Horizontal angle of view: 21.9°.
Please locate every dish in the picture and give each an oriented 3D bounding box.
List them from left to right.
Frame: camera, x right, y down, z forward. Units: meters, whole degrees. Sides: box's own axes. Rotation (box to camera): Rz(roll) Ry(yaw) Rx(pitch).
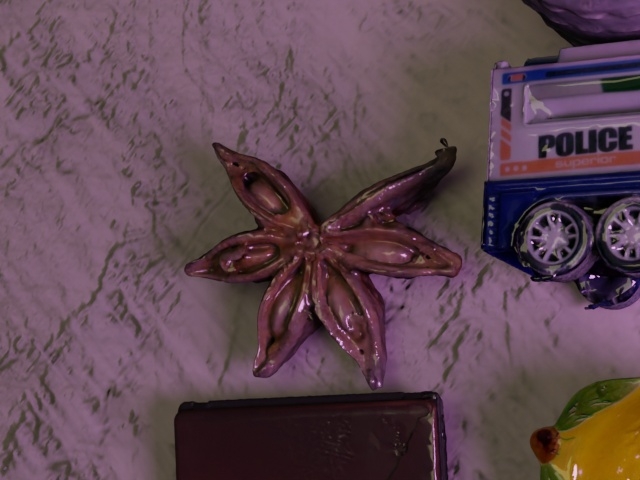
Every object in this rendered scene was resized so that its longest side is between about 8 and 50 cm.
[{"bbox_3d":[0.228,0.152,0.979,0.208,0.080,0.149,23,99,35],"label":"dish"}]

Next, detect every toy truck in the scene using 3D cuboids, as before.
[{"bbox_3d":[0.240,-0.046,0.997,0.268,0.124,0.155,-4,77,28],"label":"toy truck"}]

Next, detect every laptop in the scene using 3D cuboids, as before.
[{"bbox_3d":[-0.007,0.182,1.127,0.207,0.026,0.154,-6,85,28],"label":"laptop"}]

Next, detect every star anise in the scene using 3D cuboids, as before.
[{"bbox_3d":[0.002,0.017,1.152,0.208,0.063,0.172,1,84,23],"label":"star anise"}]

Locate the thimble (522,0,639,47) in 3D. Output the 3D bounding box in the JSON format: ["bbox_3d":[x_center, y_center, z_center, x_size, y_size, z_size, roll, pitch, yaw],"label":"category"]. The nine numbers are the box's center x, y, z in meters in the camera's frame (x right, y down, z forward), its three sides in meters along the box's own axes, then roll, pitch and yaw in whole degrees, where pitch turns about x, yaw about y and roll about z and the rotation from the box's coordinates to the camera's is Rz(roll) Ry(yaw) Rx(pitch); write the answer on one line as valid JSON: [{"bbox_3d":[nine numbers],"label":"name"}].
[{"bbox_3d":[0.203,-0.237,1.040,0.205,0.172,0.236,15,84,27],"label":"thimble"}]
